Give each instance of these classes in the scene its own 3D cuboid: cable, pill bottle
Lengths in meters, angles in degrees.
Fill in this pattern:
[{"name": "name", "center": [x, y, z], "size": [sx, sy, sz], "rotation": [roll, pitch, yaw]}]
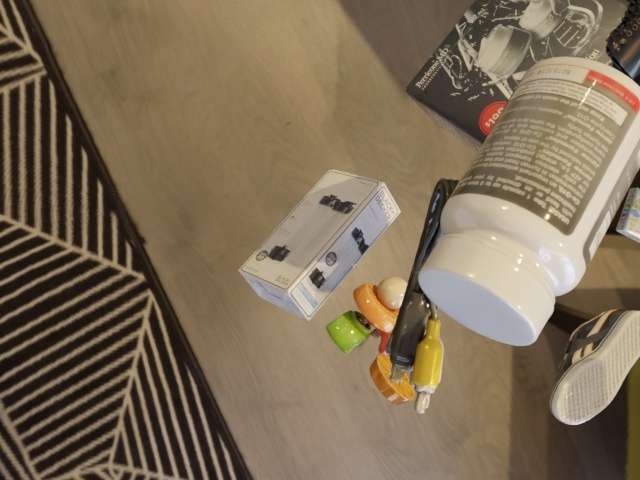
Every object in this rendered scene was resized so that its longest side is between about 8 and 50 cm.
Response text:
[{"name": "cable", "center": [0.141, 0.064, 0.974], "size": [0.072, 0.139, 0.287], "rotation": [14, 99, -4]}, {"name": "pill bottle", "center": [0.229, -0.043, 0.835], "size": [0.161, 0.161, 0.283], "rotation": [38, 72, -14]}]

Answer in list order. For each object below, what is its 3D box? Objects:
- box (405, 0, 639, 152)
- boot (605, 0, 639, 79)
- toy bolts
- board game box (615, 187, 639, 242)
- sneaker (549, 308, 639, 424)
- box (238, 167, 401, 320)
[{"name": "box", "center": [0.398, -0.310, 1.462], "size": [0.343, 0.312, 0.179], "rotation": [-52, 145, 6]}, {"name": "boot", "center": [0.393, -0.293, 0.956], "size": [0.137, 0.077, 0.198], "rotation": [-39, 121, 15]}, {"name": "toy bolts", "center": [0.153, 0.164, 1.446], "size": [0.158, 0.228, 0.218], "rotation": [-42, 82, 18]}, {"name": "board game box", "center": [0.740, -0.039, 1.731], "size": [0.154, 0.026, 0.103], "rotation": [25, 81, -16]}, {"name": "sneaker", "center": [0.615, 0.285, 1.769], "size": [0.321, 0.127, 0.126], "rotation": [-42, 105, -17]}, {"name": "box", "center": [0.000, 0.000, 1.497], "size": [0.290, 0.169, 0.087], "rotation": [-50, 128, -19]}]
